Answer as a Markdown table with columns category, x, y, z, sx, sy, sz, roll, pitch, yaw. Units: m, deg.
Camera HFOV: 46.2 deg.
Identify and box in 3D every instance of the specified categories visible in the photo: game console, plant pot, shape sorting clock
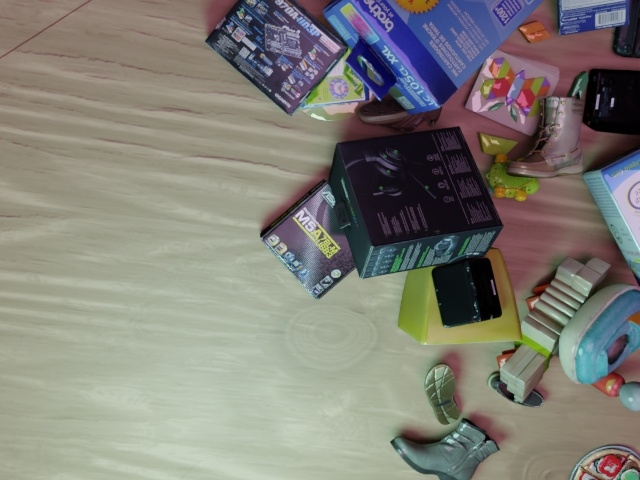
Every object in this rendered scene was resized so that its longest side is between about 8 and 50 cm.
| category | x | y | z | sx | sy | sz | roll | pitch | yaw |
| --- | --- | --- | --- | --- | --- | --- | --- | --- | --- |
| game console | 0.682 | -0.403 | 1.580 | 0.213 | 0.044 | 0.361 | 1 | 106 | -10 |
| game console | 0.291 | 0.103 | 1.488 | 0.107 | 0.071 | 0.122 | -6 | 82 | -39 |
| plant pot | 0.288 | 0.105 | 1.587 | 0.212 | 0.212 | 0.187 | -1 | 95 | -8 |
| shape sorting clock | 0.022 | -0.344 | 1.500 | 0.206 | 0.040 | 0.206 | 0 | 100 | 2 |

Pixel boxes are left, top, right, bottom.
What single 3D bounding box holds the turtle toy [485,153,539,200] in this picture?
| category | x | y | z | sx | sy | sz | roll | pitch | yaw |
| --- | --- | --- | --- | --- | --- | --- | --- | --- | --- |
| turtle toy | 0.410 | -0.128 | 1.602 | 0.130 | 0.066 | 0.095 | 8 | 81 | -13 |

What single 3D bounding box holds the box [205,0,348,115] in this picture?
| category | x | y | z | sx | sy | sz | roll | pitch | yaw |
| --- | --- | --- | --- | --- | --- | --- | --- | --- | --- |
| box | -0.084 | -0.377 | 1.450 | 0.220 | 0.051 | 0.175 | 40 | 98 | -5 |

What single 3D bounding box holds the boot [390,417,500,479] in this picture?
| category | x | y | z | sx | sy | sz | roll | pitch | yaw |
| --- | --- | --- | --- | --- | --- | --- | --- | --- | --- |
| boot | 0.291 | 0.473 | 1.750 | 0.247 | 0.083 | 0.161 | 33 | 97 | -24 |

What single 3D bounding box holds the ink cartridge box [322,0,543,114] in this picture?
| category | x | y | z | sx | sy | sz | roll | pitch | yaw |
| --- | --- | --- | --- | --- | --- | --- | --- | --- | --- |
| ink cartridge box | 0.198 | -0.425 | 1.399 | 0.395 | 0.151 | 0.270 | -46 | 105 | -8 |

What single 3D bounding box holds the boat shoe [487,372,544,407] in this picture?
| category | x | y | z | sx | sy | sz | roll | pitch | yaw |
| --- | --- | --- | --- | --- | --- | --- | --- | --- | --- |
| boat shoe | 0.460 | 0.359 | 1.753 | 0.152 | 0.049 | 0.056 | 23 | 101 | -14 |

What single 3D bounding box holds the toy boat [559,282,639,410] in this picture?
| category | x | y | z | sx | sy | sz | roll | pitch | yaw |
| --- | --- | --- | --- | --- | --- | --- | --- | --- | --- |
| toy boat | 0.652 | 0.248 | 1.653 | 0.267 | 0.148 | 0.318 | -40 | 132 | -20 |

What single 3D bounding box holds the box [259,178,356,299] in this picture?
| category | x | y | z | sx | sy | sz | roll | pitch | yaw |
| --- | --- | --- | --- | --- | --- | --- | --- | --- | --- |
| box | 0.000 | 0.000 | 1.591 | 0.184 | 0.045 | 0.190 | -39 | 107 | 5 |

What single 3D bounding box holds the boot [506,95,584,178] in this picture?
| category | x | y | z | sx | sy | sz | roll | pitch | yaw |
| --- | --- | --- | --- | --- | --- | --- | --- | --- | --- |
| boot | 0.462 | -0.212 | 1.533 | 0.213 | 0.077 | 0.165 | -10 | 105 | -34 |

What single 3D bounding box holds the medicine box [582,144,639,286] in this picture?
| category | x | y | z | sx | sy | sz | roll | pitch | yaw |
| --- | --- | --- | --- | --- | --- | --- | --- | --- | --- |
| medicine box | 0.749 | -0.076 | 1.574 | 0.264 | 0.149 | 0.289 | -28 | 90 | 6 |

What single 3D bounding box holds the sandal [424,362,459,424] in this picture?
| category | x | y | z | sx | sy | sz | roll | pitch | yaw |
| --- | --- | --- | --- | --- | --- | --- | --- | --- | --- |
| sandal | 0.279 | 0.350 | 1.730 | 0.072 | 0.049 | 0.180 | -16 | 122 | 2 |

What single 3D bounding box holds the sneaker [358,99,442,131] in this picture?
| category | x | y | z | sx | sy | sz | roll | pitch | yaw |
| --- | --- | --- | --- | --- | --- | --- | --- | --- | --- |
| sneaker | 0.164 | -0.246 | 1.520 | 0.189 | 0.066 | 0.071 | -13 | 130 | -18 |

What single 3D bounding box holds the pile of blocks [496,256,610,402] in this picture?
| category | x | y | z | sx | sy | sz | roll | pitch | yaw |
| --- | --- | --- | --- | --- | --- | --- | --- | --- | --- |
| pile of blocks | 0.507 | 0.184 | 1.697 | 0.362 | 0.113 | 0.149 | -55 | 150 | 0 |

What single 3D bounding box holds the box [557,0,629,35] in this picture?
| category | x | y | z | sx | sy | sz | roll | pitch | yaw |
| --- | --- | --- | --- | --- | --- | --- | --- | --- | --- |
| box | 0.532 | -0.519 | 1.465 | 0.137 | 0.036 | 0.225 | -5 | 133 | 14 |

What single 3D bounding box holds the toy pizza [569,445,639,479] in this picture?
| category | x | y | z | sx | sy | sz | roll | pitch | yaw |
| --- | --- | --- | --- | --- | --- | --- | --- | --- | --- |
| toy pizza | 0.718 | 0.605 | 1.867 | 0.201 | 0.032 | 0.201 | -2 | 105 | -8 |

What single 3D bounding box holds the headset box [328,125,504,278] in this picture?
| category | x | y | z | sx | sy | sz | roll | pitch | yaw |
| --- | --- | --- | --- | --- | --- | --- | --- | --- | --- |
| headset box | 0.168 | -0.075 | 1.464 | 0.283 | 0.246 | 0.131 | -10 | 151 | -14 |

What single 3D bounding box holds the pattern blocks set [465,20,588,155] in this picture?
| category | x | y | z | sx | sy | sz | roll | pitch | yaw |
| --- | --- | --- | --- | --- | --- | --- | --- | --- | --- |
| pattern blocks set | 0.402 | -0.316 | 1.571 | 0.325 | 0.026 | 0.285 | 5 | 105 | -10 |
